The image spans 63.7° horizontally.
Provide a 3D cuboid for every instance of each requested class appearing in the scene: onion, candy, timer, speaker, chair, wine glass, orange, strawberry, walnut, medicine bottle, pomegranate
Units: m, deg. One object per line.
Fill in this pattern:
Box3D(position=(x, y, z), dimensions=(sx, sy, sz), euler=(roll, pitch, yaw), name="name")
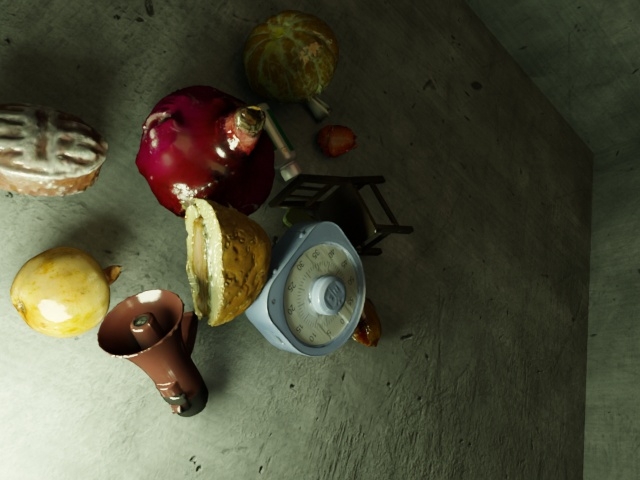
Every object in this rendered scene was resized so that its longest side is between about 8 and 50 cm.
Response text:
Box3D(position=(-0.258, -0.259, 1.392), dimensions=(0.398, 0.420, 0.398), euler=(23, 54, -36), name="onion")
Box3D(position=(-0.665, -0.210, 1.216), dimensions=(0.290, 0.157, 0.214), euler=(4, 58, -31), name="candy")
Box3D(position=(-0.011, 0.162, 1.511), dimensions=(0.395, 0.173, 0.394), euler=(1, 88, -44), name="timer")
Box3D(position=(-0.385, 0.263, 1.260), dimensions=(0.198, 0.259, 0.329), euler=(-26, 136, -13), name="speaker")
Box3D(position=(0.075, -0.072, 1.697), dimensions=(0.416, 0.203, 0.240), euler=(-7, 68, -46), name="chair")
Box3D(position=(-0.032, -0.510, 1.890), dimensions=(0.155, 0.072, 0.072), euler=(41, 54, -21), name="wine glass")
Box3D(position=(-0.100, -0.608, 1.725), dimensions=(0.249, 0.329, 0.329), euler=(71, 33, -53), name="orange")
Box3D(position=(0.056, -0.368, 1.917), dimensions=(0.188, 0.082, 0.121), euler=(-11, 102, -50), name="strawberry")
Box3D(position=(0.142, 0.278, 1.746), dimensions=(0.116, 0.116, 0.207), euler=(-42, 110, -40), name="walnut")
Box3D(position=(-0.153, -0.325, 1.712), dimensions=(0.095, 0.095, 0.260), euler=(-36, 97, -41), name="medicine bottle")
Box3D(position=(-0.578, 0.116, 1.159), dimensions=(0.207, 0.207, 0.207), euler=(14, 67, -35), name="pomegranate")

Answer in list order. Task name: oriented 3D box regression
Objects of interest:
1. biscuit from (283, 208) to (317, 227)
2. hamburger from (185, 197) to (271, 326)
Box3D(position=(0.000, 0.000, 1.761), dimensions=(0.322, 0.038, 0.099), euler=(41, 46, -22), name="biscuit")
Box3D(position=(-0.222, 0.041, 1.328), dimensions=(0.209, 0.162, 0.329), euler=(-18, 112, -44), name="hamburger")
